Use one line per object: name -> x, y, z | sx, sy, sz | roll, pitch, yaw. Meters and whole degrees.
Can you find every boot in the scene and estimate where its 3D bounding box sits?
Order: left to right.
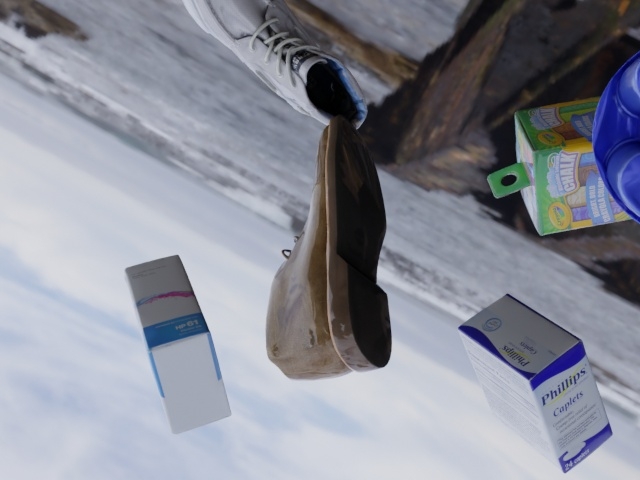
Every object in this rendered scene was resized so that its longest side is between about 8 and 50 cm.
boot -> -0.041, -0.221, 1.060 | 0.258, 0.095, 0.123 | 38, 180, -40
boot -> 0.000, 0.000, 0.960 | 0.115, 0.305, 0.112 | -21, 137, 28

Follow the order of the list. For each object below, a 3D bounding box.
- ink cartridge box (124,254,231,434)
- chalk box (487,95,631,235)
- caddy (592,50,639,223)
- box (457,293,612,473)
ink cartridge box -> -0.117, 0.081, 0.773 | 0.122, 0.052, 0.088 | -125, 22, -54
chalk box -> 0.332, -0.102, 1.273 | 0.213, 0.132, 0.132 | -10, -148, 3
caddy -> 0.473, -0.108, 1.043 | 0.341, 0.241, 0.179 | 9, -170, 16
box -> 0.221, 0.145, 0.983 | 0.126, 0.072, 0.137 | 37, 157, 57
